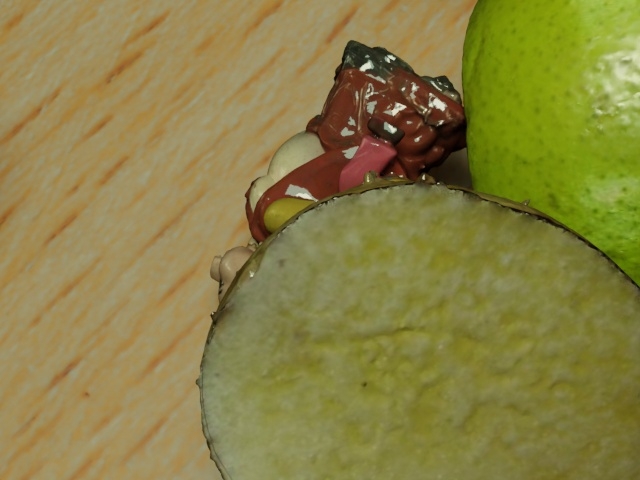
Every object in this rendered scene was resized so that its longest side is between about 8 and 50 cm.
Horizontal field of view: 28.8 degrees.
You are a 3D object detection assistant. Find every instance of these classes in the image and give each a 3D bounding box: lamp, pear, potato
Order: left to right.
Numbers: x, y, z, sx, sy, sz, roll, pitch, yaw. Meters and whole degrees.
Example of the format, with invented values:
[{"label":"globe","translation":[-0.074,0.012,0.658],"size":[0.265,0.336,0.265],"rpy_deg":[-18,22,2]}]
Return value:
[{"label":"lamp","translation":[0.000,0.000,0.789],"size":[0.118,0.118,0.253],"rpy_deg":[31,90,20]},{"label":"potato","translation":[0.060,0.082,0.703],"size":[0.299,0.116,0.239],"rpy_deg":[29,97,-21]},{"label":"pear","translation":[0.211,-0.094,0.726],"size":[0.239,0.139,0.288],"rpy_deg":[-8,69,32]}]
